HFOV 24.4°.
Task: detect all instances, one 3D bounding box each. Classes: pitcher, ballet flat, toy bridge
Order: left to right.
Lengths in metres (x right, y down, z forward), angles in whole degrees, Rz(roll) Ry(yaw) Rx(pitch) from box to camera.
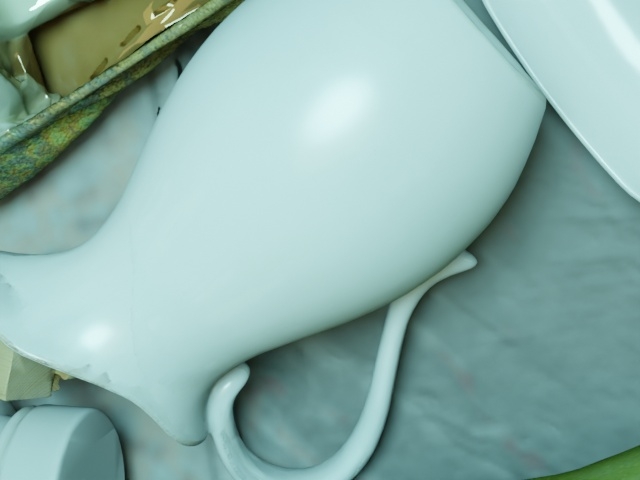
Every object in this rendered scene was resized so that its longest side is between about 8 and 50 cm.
[{"bbox_3d":[-0.179,0.032,0.641,0.188,0.063,0.026,16,95,28],"label":"toy bridge"},{"bbox_3d":[-0.111,-0.105,0.597,0.349,0.123,0.123,-30,86,13],"label":"ballet flat"},{"bbox_3d":[0.000,0.000,0.585,0.207,0.125,0.178,-42,115,12],"label":"pitcher"}]

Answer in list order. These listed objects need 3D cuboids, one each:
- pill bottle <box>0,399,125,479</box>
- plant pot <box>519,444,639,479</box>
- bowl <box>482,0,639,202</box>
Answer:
[{"bbox_3d":[-0.184,0.110,0.625,0.187,0.112,0.112,1,93,12],"label":"pill bottle"},{"bbox_3d":[0.021,0.240,0.489,0.353,0.366,0.366,-26,87,1],"label":"plant pot"},{"bbox_3d":[0.139,-0.098,0.550,0.142,0.053,0.142,54,138,6],"label":"bowl"}]
